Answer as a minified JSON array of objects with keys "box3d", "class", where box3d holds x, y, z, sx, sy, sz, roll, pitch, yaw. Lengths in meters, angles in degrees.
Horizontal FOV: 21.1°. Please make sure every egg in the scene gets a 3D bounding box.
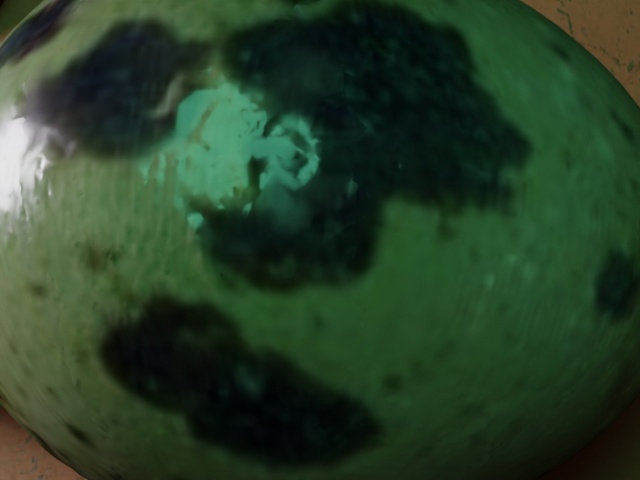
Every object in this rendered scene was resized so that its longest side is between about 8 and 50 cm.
[{"box3d":[0.000,0.000,0.975,0.428,0.345,0.345,13,58,-10],"class":"egg"}]

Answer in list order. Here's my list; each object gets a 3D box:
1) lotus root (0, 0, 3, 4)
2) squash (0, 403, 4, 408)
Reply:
[{"box3d":[-0.306,-0.215,1.326,0.122,0.081,0.112,11,53,16],"class":"lotus root"},{"box3d":[-0.243,0.063,1.109,0.250,0.083,0.083,17,62,7],"class":"squash"}]
